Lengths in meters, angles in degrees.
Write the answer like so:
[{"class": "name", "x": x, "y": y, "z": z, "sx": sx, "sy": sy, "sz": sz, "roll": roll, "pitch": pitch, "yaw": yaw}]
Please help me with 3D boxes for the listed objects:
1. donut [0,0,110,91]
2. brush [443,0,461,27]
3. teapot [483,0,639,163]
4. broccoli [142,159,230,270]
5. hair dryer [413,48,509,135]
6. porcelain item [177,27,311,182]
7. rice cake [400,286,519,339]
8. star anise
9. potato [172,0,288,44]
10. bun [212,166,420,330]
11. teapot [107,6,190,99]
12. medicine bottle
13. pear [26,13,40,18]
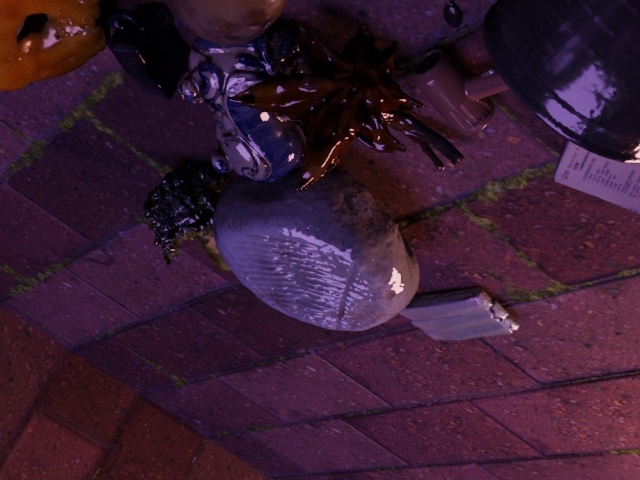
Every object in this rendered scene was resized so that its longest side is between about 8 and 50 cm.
[{"class": "donut", "x": -0.421, "y": -0.319, "z": 1.624, "sx": 0.253, "sy": 0.254, "sz": 0.118, "roll": 86, "pitch": 158, "yaw": -60}, {"class": "brush", "x": 0.161, "y": -0.292, "z": 1.388, "sx": 0.024, "sy": 0.008, "sz": 0.083, "roll": 18, "pitch": 152, "yaw": 24}, {"class": "teapot", "x": 0.331, "y": -0.200, "z": 1.108, "sx": 0.240, "sy": 0.321, "sz": 0.239, "roll": 4, "pitch": 141, "yaw": -33}, {"class": "broccoli", "x": -0.212, "y": -0.022, "z": 2.086, "sx": 0.165, "sy": 0.145, "sz": 0.304, "roll": -22, "pitch": 152, "yaw": 6}, {"class": "hair dryer", "x": 0.217, "y": -0.208, "z": 1.444, "sx": 0.182, "sy": 0.064, "sz": 0.117, "roll": -16, "pitch": 130, "yaw": 42}, {"class": "porcelain item", "x": -0.085, "y": -0.205, "z": 1.648, "sx": 0.186, "sy": 0.138, "sz": 0.288, "roll": -2, "pitch": 140, "yaw": 15}, {"class": "rice cake", "x": 0.249, "y": 0.133, "z": 2.034, "sx": 0.124, "sy": 0.038, "sz": 0.211, "roll": 39, "pitch": 150, "yaw": -22}, {"class": "star anise", "x": 0.052, "y": -0.163, "z": 1.520, "sx": 0.346, "sy": 0.237, "sz": 0.148, "roll": 13, "pitch": 173, "yaw": -28}, {"class": "potato", "x": -0.107, "y": -0.341, "z": 1.389, "sx": 0.165, "sy": 0.165, "sz": 0.262, "roll": 24, "pitch": 159, "yaw": 5}, {"class": "bun", "x": 0.001, "y": 0.003, "z": 1.847, "sx": 0.355, "sy": 0.194, "sz": 0.354, "roll": 19, "pitch": 152, "yaw": 11}, {"class": "teapot", "x": -0.269, "y": -0.286, "z": 1.686, "sx": 0.096, "sy": 0.087, "sz": 0.177, "roll": 14, "pitch": 155, "yaw": 27}, {"class": "medicine bottle", "x": 0.401, "y": -0.113, "z": 1.447, "sx": 0.171, "sy": 0.052, "sz": 0.201, "roll": 21, "pitch": 154, "yaw": 9}, {"class": "pear", "x": -0.491, "y": -0.371, "z": 1.721, "sx": 0.141, "sy": 0.104, "sz": 0.141, "roll": 24, "pitch": 155, "yaw": 12}]
